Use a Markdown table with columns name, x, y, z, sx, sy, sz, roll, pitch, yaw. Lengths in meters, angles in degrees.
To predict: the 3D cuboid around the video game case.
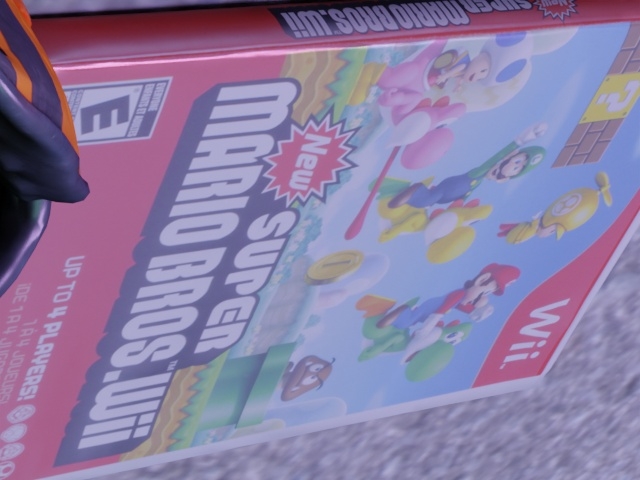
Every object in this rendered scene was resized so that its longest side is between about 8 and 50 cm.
| name | x | y | z | sx | sy | sz | roll | pitch | yaw |
| --- | --- | --- | --- | --- | --- | --- | --- | --- | --- |
| video game case | 0.000 | 0.000 | 0.672 | 0.285 | 0.025 | 0.204 | -8 | 140 | -33 |

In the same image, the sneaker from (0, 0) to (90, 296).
| name | x | y | z | sx | sy | sz | roll | pitch | yaw |
| --- | --- | --- | --- | --- | --- | --- | --- | --- | --- |
| sneaker | -0.127 | -0.080 | 0.312 | 0.124 | 0.180 | 0.321 | -37 | 147 | 8 |
